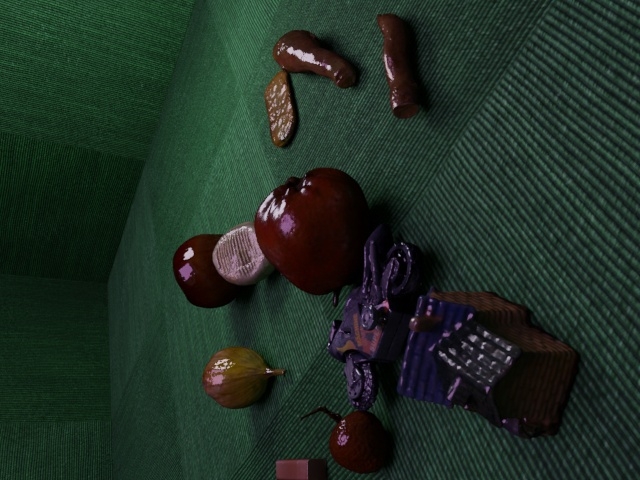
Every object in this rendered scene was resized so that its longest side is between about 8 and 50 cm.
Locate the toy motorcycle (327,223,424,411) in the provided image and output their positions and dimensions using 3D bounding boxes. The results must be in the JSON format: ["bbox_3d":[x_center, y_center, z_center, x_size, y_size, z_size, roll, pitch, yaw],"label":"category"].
[{"bbox_3d":[0.090,0.132,0.962,0.173,0.108,0.307,42,116,62],"label":"toy motorcycle"}]

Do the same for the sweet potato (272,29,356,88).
[{"bbox_3d":[-0.030,-0.443,1.333,0.385,0.109,0.109,42,118,55],"label":"sweet potato"}]

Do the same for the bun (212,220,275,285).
[{"bbox_3d":[-0.186,0.035,1.435,0.188,0.111,0.164,-29,76,20],"label":"bun"}]

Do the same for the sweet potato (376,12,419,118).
[{"bbox_3d":[0.145,-0.347,1.039,0.067,0.059,0.281,78,-172,-63],"label":"sweet potato"}]

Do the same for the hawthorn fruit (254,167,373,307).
[{"bbox_3d":[0.000,0.000,1.061,0.224,0.224,0.260,3,119,61],"label":"hawthorn fruit"}]

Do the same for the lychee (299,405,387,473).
[{"bbox_3d":[0.056,0.332,0.950,0.101,0.114,0.140,-26,87,24],"label":"lychee"}]

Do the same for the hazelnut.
[{"bbox_3d":[-0.304,0.074,1.584,0.251,0.217,0.217,-90,19,-69],"label":"hazelnut"}]

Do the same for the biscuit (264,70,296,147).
[{"bbox_3d":[-0.109,-0.361,1.520,0.118,0.029,0.247,-41,47,40],"label":"biscuit"}]

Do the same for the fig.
[{"bbox_3d":[-0.175,0.332,1.363,0.257,0.159,0.159,-15,68,40],"label":"fig"}]

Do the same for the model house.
[{"bbox_3d":[0.190,0.157,0.708,0.183,0.172,0.166,27,104,59],"label":"model house"}]

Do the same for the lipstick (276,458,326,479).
[{"bbox_3d":[-0.043,0.478,1.157,0.145,0.045,0.045,-33,52,54],"label":"lipstick"}]
